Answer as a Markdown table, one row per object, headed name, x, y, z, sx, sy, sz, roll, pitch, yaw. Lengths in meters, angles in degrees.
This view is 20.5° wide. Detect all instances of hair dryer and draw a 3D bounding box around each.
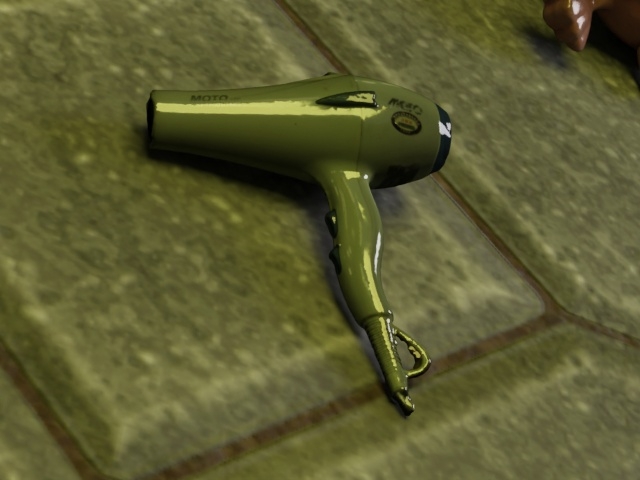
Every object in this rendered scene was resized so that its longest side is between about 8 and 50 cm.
| name | x | y | z | sx | sy | sz | roll | pitch | yaw |
| --- | --- | --- | --- | --- | --- | --- | --- | --- | --- |
| hair dryer | -0.018 | -0.011 | 0.923 | 0.167 | 0.067 | 0.199 | 13 | 55 | -8 |

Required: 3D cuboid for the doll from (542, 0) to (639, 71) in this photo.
| name | x | y | z | sx | sy | sz | roll | pitch | yaw |
| --- | --- | --- | --- | --- | --- | --- | --- | --- | --- |
| doll | 0.246 | -0.200 | 1.237 | 0.262 | 0.093 | 0.211 | -22 | 91 | -36 |
